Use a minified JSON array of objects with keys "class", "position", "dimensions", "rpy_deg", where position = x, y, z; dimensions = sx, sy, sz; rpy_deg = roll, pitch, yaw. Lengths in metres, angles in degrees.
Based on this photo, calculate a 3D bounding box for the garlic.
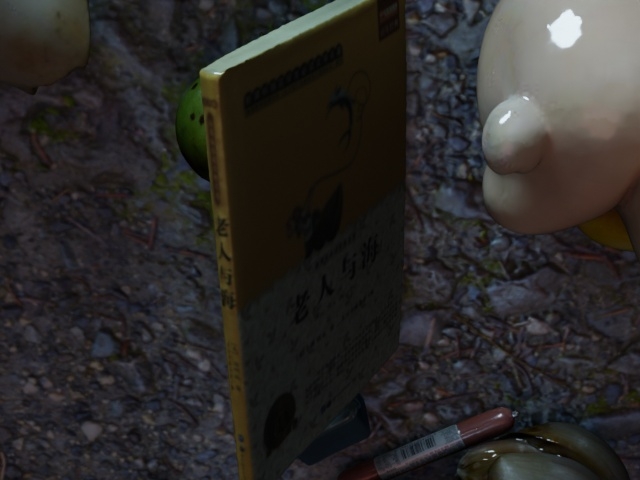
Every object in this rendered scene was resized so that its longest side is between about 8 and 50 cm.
[{"class":"garlic","position":[0.231,0.284,1.016],"dimensions":[0.214,0.160,0.191],"rpy_deg":[-39,108,-7]}]

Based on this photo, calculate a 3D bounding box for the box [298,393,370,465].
[{"class":"box","position":[0.003,0.185,1.043],"dimensions":[0.099,0.074,0.054],"rpy_deg":[-29,126,14]}]

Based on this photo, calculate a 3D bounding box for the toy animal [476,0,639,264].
[{"class":"toy animal","position":[0.217,-0.073,0.778],"dimensions":[0.247,0.345,0.277],"rpy_deg":[4,152,-15]}]

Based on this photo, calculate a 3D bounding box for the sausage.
[{"class":"sausage","position":[0.112,0.228,1.088],"dimensions":[0.223,0.029,0.029],"rpy_deg":[-25,116,12]}]

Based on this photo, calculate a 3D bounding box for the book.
[{"class":"book","position":[0.000,0.000,0.850],"dimensions":[0.032,0.269,0.388],"rpy_deg":[15,124,28]}]

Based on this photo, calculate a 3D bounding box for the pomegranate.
[{"class":"pomegranate","position":[-0.059,-0.099,0.859],"dimensions":[0.130,0.130,0.130],"rpy_deg":[0,118,-1]}]

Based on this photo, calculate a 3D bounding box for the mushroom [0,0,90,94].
[{"class":"mushroom","position":[-0.327,-0.190,0.752],"dimensions":[0.292,0.292,0.290],"rpy_deg":[-42,141,19]}]
